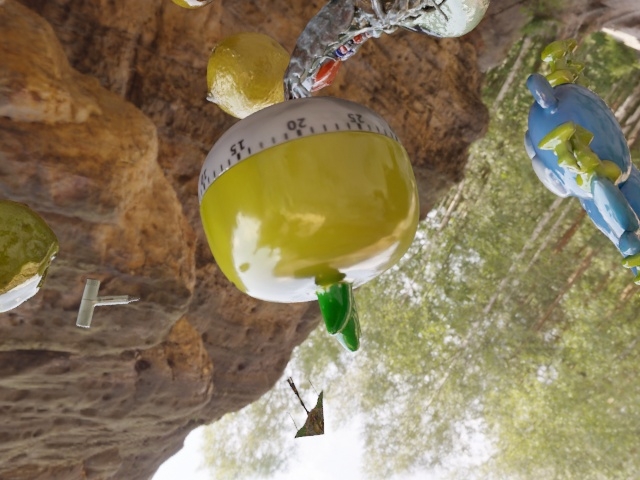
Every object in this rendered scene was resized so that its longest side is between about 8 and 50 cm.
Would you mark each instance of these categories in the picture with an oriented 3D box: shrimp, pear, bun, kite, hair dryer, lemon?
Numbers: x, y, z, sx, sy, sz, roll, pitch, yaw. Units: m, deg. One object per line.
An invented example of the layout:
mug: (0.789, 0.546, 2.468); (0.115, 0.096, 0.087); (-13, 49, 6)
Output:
shrimp: (0.096, -0.335, 0.729); (0.166, 0.410, 0.221); (54, -175, -9)
pear: (-0.838, 0.035, 1.227); (0.375, 0.287, 0.287); (8, -151, -25)
bun: (0.199, -0.530, 0.956); (0.293, 0.187, 0.293); (26, 178, 1)
kite: (-0.050, 0.538, 1.631); (0.198, 0.006, 0.244); (-47, -66, -42)
hair dryer: (-0.671, 0.208, 1.635); (0.183, 0.155, 0.044); (9, 167, -1)
lemon: (-0.184, -0.444, 1.386); (0.228, 0.228, 0.253); (31, -149, 16)

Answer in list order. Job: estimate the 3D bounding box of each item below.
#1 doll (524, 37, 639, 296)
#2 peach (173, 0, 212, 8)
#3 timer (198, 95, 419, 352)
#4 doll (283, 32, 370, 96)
doll: (0.325, -0.075, 0.612); (0.341, 0.098, 0.346); (45, -141, -30)
peach: (-0.334, -0.685, 1.287); (0.197, 0.197, 0.197); (19, -155, -9)
timer: (0.000, 0.000, 0.607); (0.285, 0.285, 0.285); (19, -155, -9)
doll: (0.011, -0.307, 0.881); (0.062, 0.194, 0.104); (46, -158, -26)
